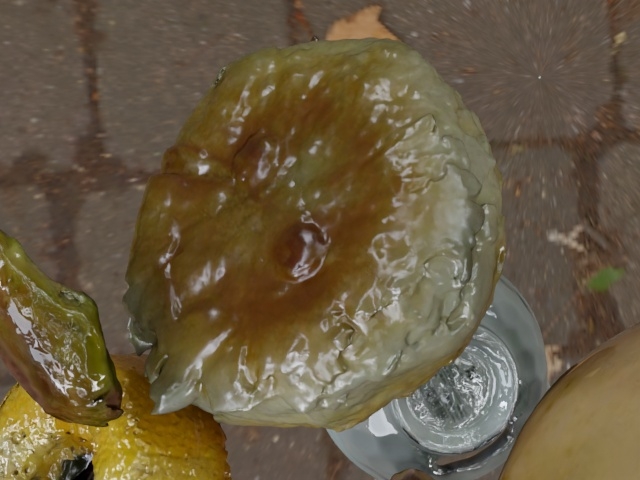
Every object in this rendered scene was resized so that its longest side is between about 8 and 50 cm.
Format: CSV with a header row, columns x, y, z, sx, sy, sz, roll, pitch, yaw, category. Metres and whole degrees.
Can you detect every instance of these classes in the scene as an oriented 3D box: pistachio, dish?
x,y,z,sx,sy,sz,roll,pitch,yaw,category
-0.196,0.064,1.080,0.089,0.049,0.173,-29,102,29,pistachio
0.136,0.157,1.711,0.303,0.120,0.303,-1,95,-10,dish

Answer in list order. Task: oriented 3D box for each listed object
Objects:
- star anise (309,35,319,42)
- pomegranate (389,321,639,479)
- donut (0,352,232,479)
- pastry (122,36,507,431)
x,y,z,sx,sy,sz,roll,pitch,yaw,category
0.000,-0.080,1.428,0.111,0.212,0.196,-30,72,53,star anise
0.217,0.209,0.785,0.411,0.411,0.411,1,96,8,pomegranate
-0.181,0.208,1.226,0.253,0.118,0.253,-11,72,38,donut
0.000,0.000,1.159,0.329,0.136,0.329,-14,62,28,pastry
